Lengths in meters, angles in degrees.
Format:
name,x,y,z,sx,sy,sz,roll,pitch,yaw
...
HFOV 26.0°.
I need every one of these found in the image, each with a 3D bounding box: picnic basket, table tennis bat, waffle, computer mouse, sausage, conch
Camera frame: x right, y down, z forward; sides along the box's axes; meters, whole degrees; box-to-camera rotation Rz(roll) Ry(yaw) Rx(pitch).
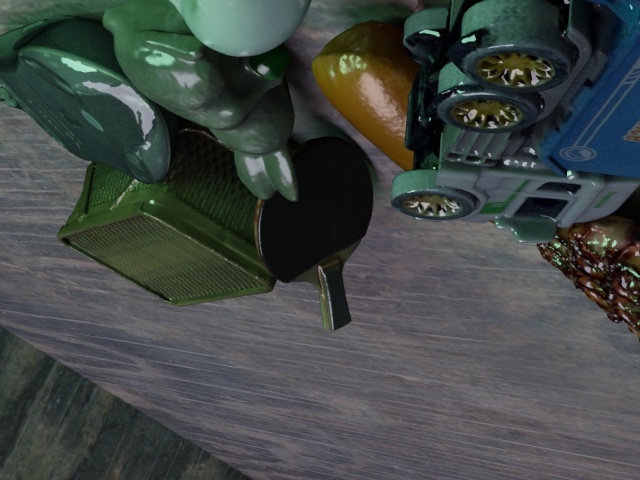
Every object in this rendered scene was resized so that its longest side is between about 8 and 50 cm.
name,x,y,z,sx,sy,sz,roll,pitch,yaw
picnic basket,-0.131,-0.037,1.385,0.165,0.139,0.266,32,159,-24
table tennis bat,0.000,0.000,1.298,0.019,0.130,0.220,38,149,43
waffle,0.285,0.043,1.169,0.221,0.055,0.234,41,173,-19
computer mouse,-0.228,-0.146,1.295,0.167,0.090,0.379,50,161,-28
sausage,0.098,-0.084,1.064,0.238,0.098,0.098,36,158,-28
conch,-0.098,-0.212,0.898,0.221,0.121,0.185,38,155,-27

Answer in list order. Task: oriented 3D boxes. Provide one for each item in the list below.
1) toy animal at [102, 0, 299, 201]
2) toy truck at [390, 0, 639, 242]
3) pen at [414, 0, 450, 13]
name,x,y,z,sx,sy,sz,roll,pitch,yaw
toy animal,-0.076,-0.127,1.134,0.138,0.108,0.236,8,160,22
toy truck,0.145,-0.116,0.794,0.175,0.146,0.367,9,162,-5
pen,0.092,-0.183,0.892,0.053,0.032,0.197,24,159,-6
